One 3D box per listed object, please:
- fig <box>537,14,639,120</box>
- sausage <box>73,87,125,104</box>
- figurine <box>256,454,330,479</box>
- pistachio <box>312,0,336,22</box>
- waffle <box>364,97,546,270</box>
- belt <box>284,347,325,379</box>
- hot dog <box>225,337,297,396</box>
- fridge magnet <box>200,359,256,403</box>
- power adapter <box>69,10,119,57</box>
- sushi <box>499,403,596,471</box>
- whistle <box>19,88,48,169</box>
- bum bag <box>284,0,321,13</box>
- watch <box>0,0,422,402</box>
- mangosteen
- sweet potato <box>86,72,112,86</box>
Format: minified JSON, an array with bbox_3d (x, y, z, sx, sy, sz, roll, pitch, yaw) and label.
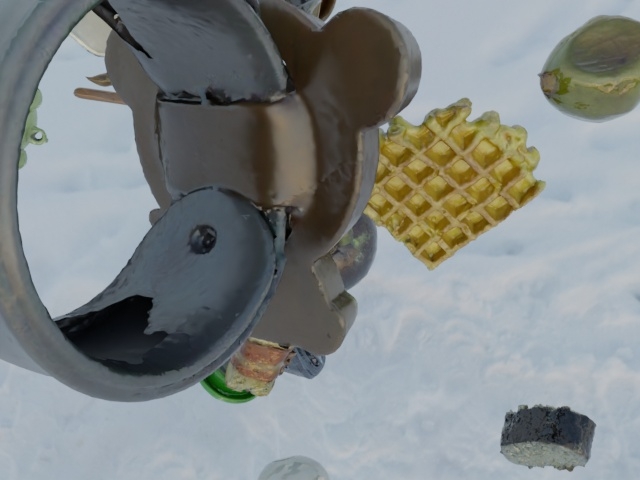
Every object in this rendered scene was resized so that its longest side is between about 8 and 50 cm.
[{"bbox_3d":[0.384,-0.235,0.862,0.166,0.154,0.144,-20,80,-28],"label":"fig"},{"bbox_3d":[-0.450,-0.299,1.281,0.116,0.026,0.026,2,52,-30],"label":"sausage"},{"bbox_3d":[-0.080,0.762,1.574,0.275,0.227,0.394,6,66,-43],"label":"figurine"},{"bbox_3d":[-0.039,-0.345,0.752,0.131,0.206,0.129,22,46,22],"label":"pistachio"},{"bbox_3d":[0.150,-0.090,0.801,0.219,0.229,0.057,36,33,-22],"label":"waffle"},{"bbox_3d":[-0.058,0.292,1.667,0.129,0.218,0.122,6,53,32],"label":"belt"},{"bbox_3d":[-0.145,0.277,1.494,0.146,0.213,0.103,26,19,-17],"label":"hot dog"},{"bbox_3d":[-0.243,0.349,1.687,0.208,0.088,0.208,24,33,-17],"label":"fridge magnet"},{"bbox_3d":[-0.351,-0.446,1.077,0.187,0.124,0.255,-39,32,13],"label":"power adapter"},{"bbox_3d":[0.344,0.300,0.948,0.091,0.150,0.078,36,57,-14],"label":"sushi"},{"bbox_3d":[-0.496,-0.194,0.815,0.289,0.131,0.106,25,26,-6],"label":"whistle"},{"bbox_3d":[-0.066,-0.215,0.657,0.069,0.102,0.248,37,95,36],"label":"bum bag"},{"bbox_3d":[-0.126,-0.027,0.449,0.314,0.335,0.327,12,25,31],"label":"watch"},{"bbox_3d":[0.000,0.000,1.478,0.288,0.288,0.288,3,54,-4],"label":"mangosteen"},{"bbox_3d":[-0.563,-0.506,1.855,0.274,0.067,0.067,-22,60,-24],"label":"sweet potato"}]
